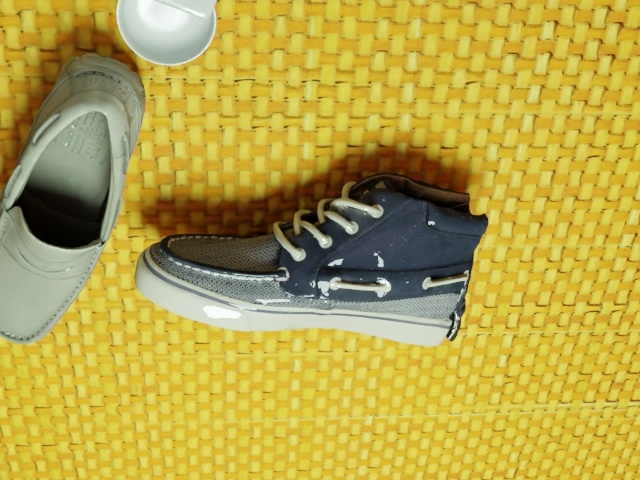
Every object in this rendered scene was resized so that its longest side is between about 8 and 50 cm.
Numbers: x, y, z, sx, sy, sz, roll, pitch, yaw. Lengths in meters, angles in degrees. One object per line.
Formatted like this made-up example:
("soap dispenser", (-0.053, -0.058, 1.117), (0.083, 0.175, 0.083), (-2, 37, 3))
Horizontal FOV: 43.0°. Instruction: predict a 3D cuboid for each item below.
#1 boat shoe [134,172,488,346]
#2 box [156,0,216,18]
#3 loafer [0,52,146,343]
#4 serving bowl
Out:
("boat shoe", (0.000, 0.000, 0.799), (0.341, 0.127, 0.158), (7, 116, -20))
("box", (-0.105, -0.266, 0.547), (0.119, 0.181, 0.182), (17, 110, -17))
("loafer", (-0.249, -0.019, 0.751), (0.112, 0.111, 0.319), (17, 120, -17))
("serving bowl", (-0.131, -0.194, 0.698), (0.083, 0.027, 0.083), (-3, 123, -5))
